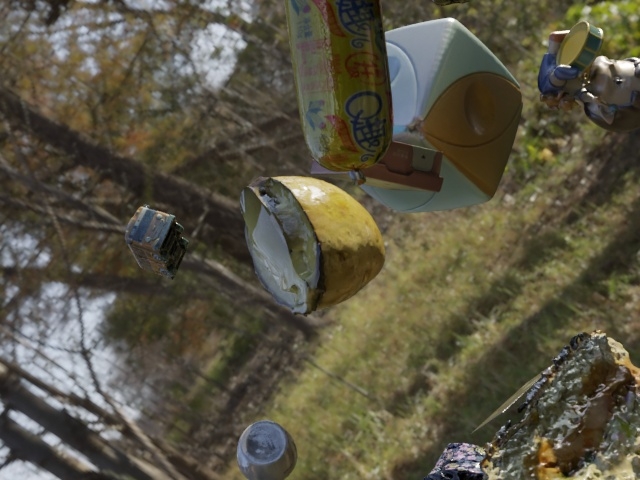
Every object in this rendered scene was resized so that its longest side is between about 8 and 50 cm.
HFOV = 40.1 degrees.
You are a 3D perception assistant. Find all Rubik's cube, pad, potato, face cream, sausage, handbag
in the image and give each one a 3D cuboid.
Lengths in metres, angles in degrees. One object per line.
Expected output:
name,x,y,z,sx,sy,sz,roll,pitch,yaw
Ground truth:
Rubik's cube,0.250,-0.296,2.154,0.351,0.347,0.352,-1,61,47
pad,0.372,0.298,1.674,0.190,0.004,0.127,-32,-14,-34
potato,0.000,0.000,1.624,0.242,0.285,0.242,-22,-47,-26
face cream,-0.104,0.407,1.686,0.117,0.117,0.104,-56,-22,-29
sausage,0.023,-0.241,1.121,0.123,0.123,0.347,-48,-49,-78
handbag,0.362,0.555,2.037,0.208,0.229,0.126,-22,-57,-70

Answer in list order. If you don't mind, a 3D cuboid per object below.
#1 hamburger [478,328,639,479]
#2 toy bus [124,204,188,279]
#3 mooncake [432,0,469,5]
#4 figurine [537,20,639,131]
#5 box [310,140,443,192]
hamburger,0.442,0.386,1.457,0.445,0.268,0.287,-41,-34,-38
toy bus,-0.346,0.003,1.846,0.182,0.103,0.091,90,-159,-68
mooncake,0.138,-0.416,0.995,0.394,0.246,0.393,-50,-3,-37
figurine,0.543,-0.291,1.638,0.158,0.275,0.161,-50,26,46
box,0.119,-0.163,1.855,0.215,0.215,0.086,10,90,66
